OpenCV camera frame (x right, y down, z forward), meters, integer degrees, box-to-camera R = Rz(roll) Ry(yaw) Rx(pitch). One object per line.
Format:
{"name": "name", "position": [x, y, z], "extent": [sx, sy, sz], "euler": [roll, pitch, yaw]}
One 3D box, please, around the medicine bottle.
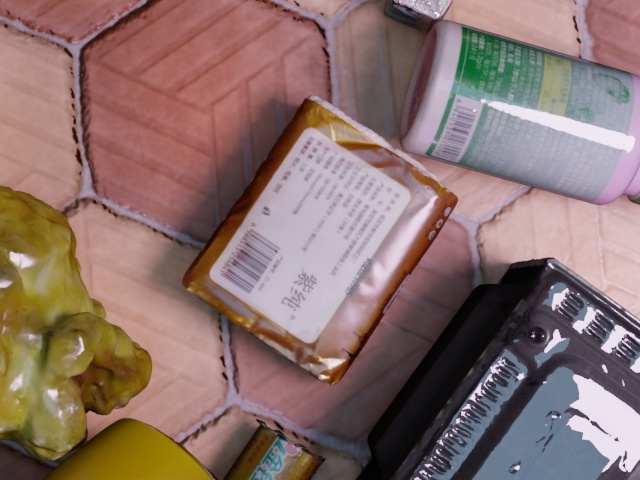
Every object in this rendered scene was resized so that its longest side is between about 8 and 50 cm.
{"name": "medicine bottle", "position": [0.222, -0.112, 1.331], "extent": [0.274, 0.133, 0.133], "euler": [16, 87, -6]}

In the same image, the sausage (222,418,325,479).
{"name": "sausage", "position": [-0.129, 0.343, 1.340], "extent": [0.082, 0.082, 0.371], "euler": [33, 88, 1]}

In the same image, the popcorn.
{"name": "popcorn", "position": [-0.298, 0.088, 1.265], "extent": [0.276, 0.225, 0.276], "euler": [5, 74, -20]}

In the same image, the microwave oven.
{"name": "microwave oven", "position": [0.189, 0.227, 1.278], "extent": [0.286, 0.218, 0.355], "euler": [37, 87, 0]}

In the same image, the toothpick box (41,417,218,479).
{"name": "toothpick box", "position": [-0.207, 0.287, 1.227], "extent": [0.175, 0.175, 0.271], "euler": [42, 64, 1]}

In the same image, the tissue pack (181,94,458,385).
{"name": "tissue pack", "position": [0.000, 0.000, 1.348], "extent": [0.183, 0.092, 0.226], "euler": [34, 86, 1]}

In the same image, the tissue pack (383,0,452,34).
{"name": "tissue pack", "position": [0.103, -0.245, 1.359], "extent": [0.059, 0.094, 0.074], "euler": [30, 88, 0]}
